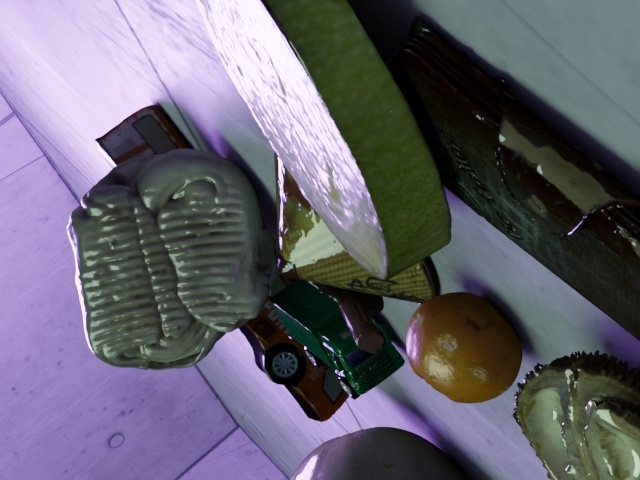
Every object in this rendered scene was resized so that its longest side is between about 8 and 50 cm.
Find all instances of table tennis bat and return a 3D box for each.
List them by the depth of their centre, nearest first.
[{"bbox_3d":[-0.012,0.079,1.035,0.108,0.119,0.170,27,-163,-28],"label":"table tennis bat"}]

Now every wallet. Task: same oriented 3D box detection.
[{"bbox_3d":[0.119,-0.012,0.610,0.232,0.031,0.122,44,170,31],"label":"wallet"}]

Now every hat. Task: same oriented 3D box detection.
[{"bbox_3d":[0.000,0.000,0.959,0.193,0.082,0.193,46,167,14],"label":"hat"}]

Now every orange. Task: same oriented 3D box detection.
[{"bbox_3d":[0.099,0.076,0.853,0.083,0.070,0.083,47,172,9],"label":"orange"}]

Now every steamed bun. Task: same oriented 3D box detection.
[{"bbox_3d":[-0.142,0.014,1.262,0.144,0.211,0.217,-49,-54,-76],"label":"steamed bun"}]

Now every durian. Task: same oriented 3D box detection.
[{"bbox_3d":[0.174,0.118,0.705,0.110,0.071,0.140,17,129,59],"label":"durian"}]

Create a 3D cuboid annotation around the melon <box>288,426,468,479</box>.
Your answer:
[{"bbox_3d":[0.069,0.357,1.316,0.272,0.307,0.272,14,166,4],"label":"melon"}]

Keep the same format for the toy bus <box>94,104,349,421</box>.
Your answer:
[{"bbox_3d":[-0.104,0.030,1.389,0.408,0.092,0.093,52,170,-10],"label":"toy bus"}]

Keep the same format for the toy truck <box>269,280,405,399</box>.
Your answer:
[{"bbox_3d":[0.018,0.092,1.201,0.147,0.065,0.079,33,155,59],"label":"toy truck"}]

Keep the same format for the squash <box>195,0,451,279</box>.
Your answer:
[{"bbox_3d":[-0.010,-0.097,0.730,0.252,0.049,0.252,58,173,11],"label":"squash"}]
